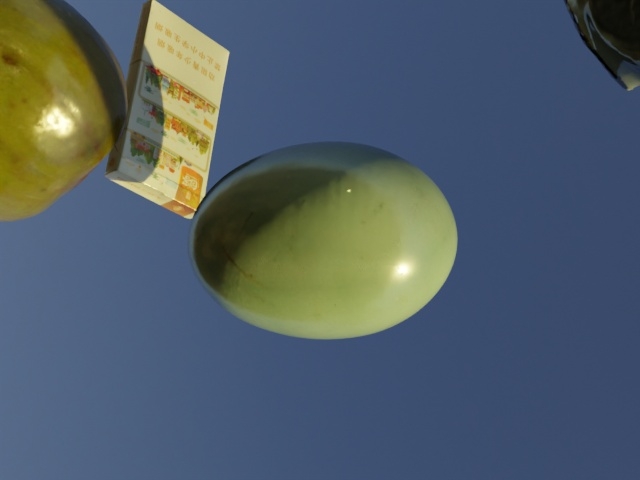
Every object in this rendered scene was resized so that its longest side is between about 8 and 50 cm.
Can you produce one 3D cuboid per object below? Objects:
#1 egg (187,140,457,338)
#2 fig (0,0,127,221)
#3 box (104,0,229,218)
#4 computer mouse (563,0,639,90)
[{"bbox_3d":[0.000,0.000,0.707,0.230,0.168,0.168,-1,-85,8],"label":"egg"},{"bbox_3d":[-0.209,-0.099,0.492,0.148,0.142,0.186,-41,-89,-11],"label":"fig"},{"bbox_3d":[-0.167,-0.147,0.929,0.032,0.122,0.220,-14,-120,38],"label":"box"},{"bbox_3d":[0.166,-0.252,0.393,0.203,0.114,0.374,159,-82,-67],"label":"computer mouse"}]
